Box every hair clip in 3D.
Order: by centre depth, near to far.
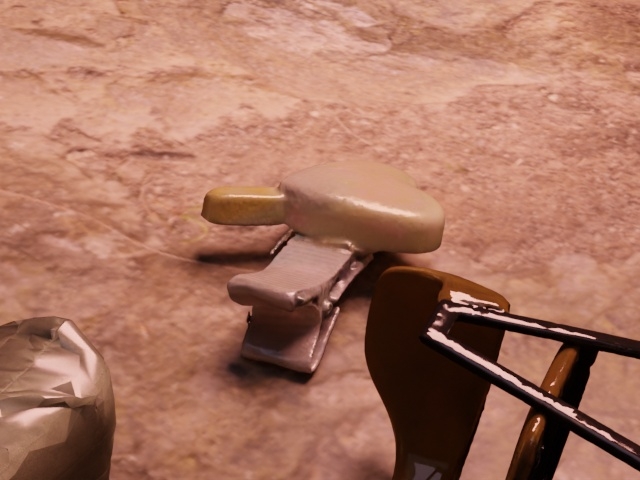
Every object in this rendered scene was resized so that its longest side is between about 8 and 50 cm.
[{"bbox_3d":[-0.003,-0.002,0.880,0.159,0.071,0.218,18,34,16],"label":"hair clip"}]

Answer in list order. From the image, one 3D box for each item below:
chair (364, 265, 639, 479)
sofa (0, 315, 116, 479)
[{"bbox_3d":[0.114,0.120,0.660,0.247,0.158,0.172,19,35,12],"label":"chair"},{"bbox_3d":[-0.113,0.180,0.482,0.176,0.225,0.210,18,35,19],"label":"sofa"}]
